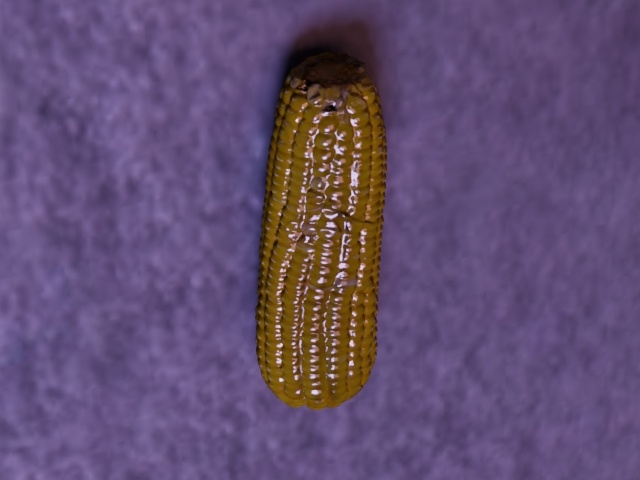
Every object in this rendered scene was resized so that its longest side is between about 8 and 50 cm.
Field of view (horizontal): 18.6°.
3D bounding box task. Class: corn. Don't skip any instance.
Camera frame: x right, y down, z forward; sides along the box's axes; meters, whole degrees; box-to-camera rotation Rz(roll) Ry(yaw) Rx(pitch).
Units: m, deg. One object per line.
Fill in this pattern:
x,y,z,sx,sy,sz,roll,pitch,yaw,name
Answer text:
0.000,0.000,1.184,0.080,0.080,0.231,-9,123,-19,corn
